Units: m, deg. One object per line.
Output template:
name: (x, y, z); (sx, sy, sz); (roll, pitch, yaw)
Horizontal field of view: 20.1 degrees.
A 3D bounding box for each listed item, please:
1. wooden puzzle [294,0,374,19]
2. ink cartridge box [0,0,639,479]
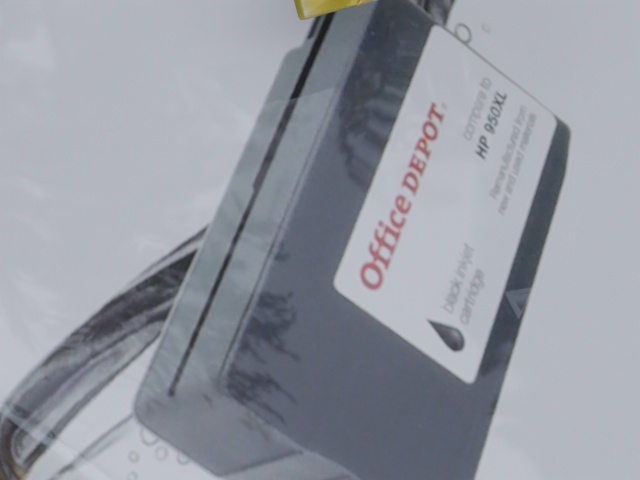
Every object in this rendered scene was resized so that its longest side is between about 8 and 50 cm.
wooden puzzle: (0.020, -0.123, 0.504); (0.078, 0.014, 0.116); (-8, 96, -22)
ink cartridge box: (0.000, 0.000, 0.609); (0.395, 0.166, 0.285); (37, 62, -5)
